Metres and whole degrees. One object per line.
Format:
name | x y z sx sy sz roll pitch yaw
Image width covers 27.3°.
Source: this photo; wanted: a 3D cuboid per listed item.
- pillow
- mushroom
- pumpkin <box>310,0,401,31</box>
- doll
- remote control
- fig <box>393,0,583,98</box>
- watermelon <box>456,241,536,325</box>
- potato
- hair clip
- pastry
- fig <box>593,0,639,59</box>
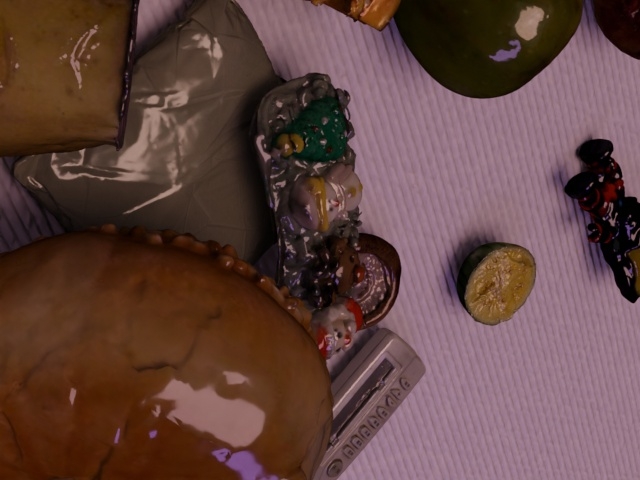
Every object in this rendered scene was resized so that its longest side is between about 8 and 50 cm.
pillow | -0.122 -0.065 1.277 0.274 0.076 0.280 -44 130 -14
mushroom | 0.033 0.044 1.458 0.123 0.052 0.123 -11 115 -25
pumpkin | -0.028 -0.295 1.212 0.248 0.131 0.126 13 110 -45
doll | 0.385 -0.013 1.673 0.127 0.088 0.248 -42 126 -14
remote control | 0.025 0.207 1.526 0.230 0.049 0.090 -49 130 -8
fig | 0.159 -0.245 1.340 0.191 0.181 0.181 26 94 -17
watermelon | 0.205 0.044 1.579 0.105 0.062 0.105 -13 120 -24
potato | -0.273 -0.170 1.053 0.266 0.229 0.229 7 107 -13
hair clip | 0.001 0.000 1.315 0.138 0.091 0.321 -30 131 -38
pastry | -0.171 0.153 1.188 0.410 0.245 0.409 4 137 3
fig | 0.408 -0.348 1.526 0.190 0.191 0.290 42 46 -41
